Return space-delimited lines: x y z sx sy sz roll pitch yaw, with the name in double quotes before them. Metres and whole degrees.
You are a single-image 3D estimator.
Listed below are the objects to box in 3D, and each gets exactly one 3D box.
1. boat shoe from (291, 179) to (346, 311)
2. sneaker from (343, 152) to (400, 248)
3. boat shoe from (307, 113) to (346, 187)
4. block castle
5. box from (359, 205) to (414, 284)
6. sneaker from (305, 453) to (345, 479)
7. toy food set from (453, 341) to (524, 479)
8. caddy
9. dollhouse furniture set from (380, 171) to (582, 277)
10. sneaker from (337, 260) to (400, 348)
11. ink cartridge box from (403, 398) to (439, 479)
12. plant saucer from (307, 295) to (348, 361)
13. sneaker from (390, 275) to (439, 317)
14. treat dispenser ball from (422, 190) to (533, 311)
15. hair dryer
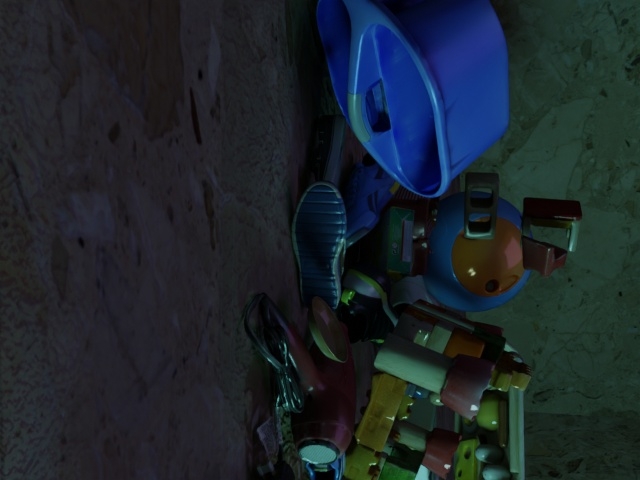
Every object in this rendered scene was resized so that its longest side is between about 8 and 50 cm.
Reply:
"boat shoe" 0.000 0.000 1.043 0.066 0.066 0.183 -74 170 -59
"sneaker" 0.056 -0.063 1.274 0.082 0.069 0.209 49 40 -13
"boat shoe" 0.006 -0.105 1.088 0.049 0.040 0.142 85 13 -58
"block castle" 0.190 0.277 1.325 0.453 0.212 0.303 -5 116 -76
"box" 0.097 0.022 1.322 0.179 0.043 0.105 141 -43 -68
"sneaker" 0.007 0.267 1.093 0.059 0.053 0.144 -51 139 -64
"toy food set" 0.287 0.355 1.601 0.220 0.092 0.306 142 -42 -59
"caddy" 0.109 -0.208 1.108 0.179 0.241 0.341 -36 144 -13
"dollhouse furniture set" 0.269 -0.044 1.464 0.201 0.374 0.152 -68 160 -58
"sneaker" 0.060 0.120 1.293 0.097 0.084 0.235 -54 150 -22
"ink cartridge box" 0.180 0.458 1.679 0.172 0.100 0.237 -65 152 -61
"plant saucer" 0.006 0.106 0.972 0.083 0.015 0.083 56 16 -26
"sneaker" 0.183 0.160 1.683 0.151 0.094 0.256 -84 156 -43
"treat dispenser ball" 0.361 0.026 1.985 0.288 0.288 0.288 1 90 -76
"hair dryer" -0.007 0.157 0.973 0.293 0.080 0.224 -29 117 -75
